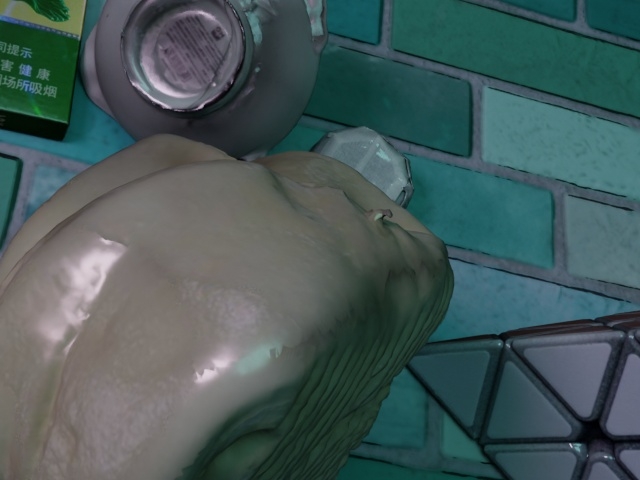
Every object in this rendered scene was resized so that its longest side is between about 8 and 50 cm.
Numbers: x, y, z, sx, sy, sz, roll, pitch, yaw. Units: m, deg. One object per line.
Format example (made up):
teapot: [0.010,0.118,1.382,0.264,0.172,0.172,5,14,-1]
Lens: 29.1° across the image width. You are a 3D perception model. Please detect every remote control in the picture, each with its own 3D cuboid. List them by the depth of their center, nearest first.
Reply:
remote control: [0.000,0.000,1.061,0.104,0.052,0.247,33,61,-4]

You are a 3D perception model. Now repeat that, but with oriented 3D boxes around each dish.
dish: [-0.098,-0.142,1.011,0.224,0.078,0.246,-17,93,11]

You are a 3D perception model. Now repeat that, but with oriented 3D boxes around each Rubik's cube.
Rubik's cube: [0.255,0.135,1.048,0.229,0.233,0.228,44,5,-40]

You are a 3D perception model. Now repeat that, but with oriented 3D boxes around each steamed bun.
steamed bun: [-0.096,0.071,0.834,0.255,0.342,0.368,44,28,17]

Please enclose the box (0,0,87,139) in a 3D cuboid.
box: [-0.267,-0.205,1.055,0.132,0.034,0.235,12,62,-17]
